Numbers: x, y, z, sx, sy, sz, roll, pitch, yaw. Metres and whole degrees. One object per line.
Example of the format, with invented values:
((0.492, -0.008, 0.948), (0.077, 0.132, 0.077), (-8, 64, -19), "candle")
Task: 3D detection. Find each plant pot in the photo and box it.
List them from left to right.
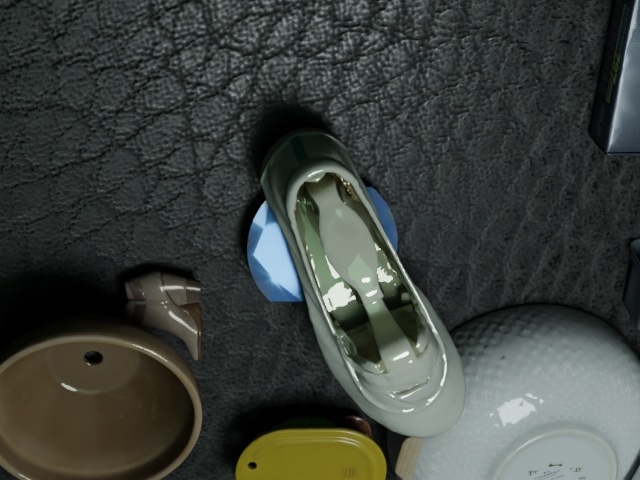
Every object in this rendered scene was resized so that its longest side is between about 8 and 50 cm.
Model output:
((-0.249, 0.160, 1.491), (0.237, 0.110, 0.237), (-3, 126, -4), "plant pot")

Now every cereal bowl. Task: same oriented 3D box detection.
((0.260, 0.252, 1.665), (0.339, 0.141, 0.339), (-6, 119, -11), "cereal bowl")

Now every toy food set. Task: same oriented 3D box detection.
((0.007, 0.259, 1.638), (0.217, 0.071, 0.128), (1, 119, -5), "toy food set")

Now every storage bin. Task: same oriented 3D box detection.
((0.432, 0.061, 1.634), (0.135, 0.098, 0.091), (-2, 129, -13), "storage bin")

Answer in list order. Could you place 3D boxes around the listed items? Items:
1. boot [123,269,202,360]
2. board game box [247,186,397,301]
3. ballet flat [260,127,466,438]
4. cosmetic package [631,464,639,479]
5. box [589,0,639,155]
((-0.175, 0.084, 1.523), (0.087, 0.042, 0.118), (-2, 118, -6), "boot")
((0.000, 0.000, 1.519), (0.168, 0.033, 0.133), (1, 105, -12), "board game box")
((0.051, 0.069, 1.463), (0.139, 0.139, 0.400), (-26, 109, 1), "ballet flat")
((0.510, 0.252, 1.651), (0.197, 0.155, 0.366), (11, 110, -52), "cosmetic package")
((0.404, -0.208, 1.492), (0.183, 0.059, 0.233), (-1, 118, -13), "box")
